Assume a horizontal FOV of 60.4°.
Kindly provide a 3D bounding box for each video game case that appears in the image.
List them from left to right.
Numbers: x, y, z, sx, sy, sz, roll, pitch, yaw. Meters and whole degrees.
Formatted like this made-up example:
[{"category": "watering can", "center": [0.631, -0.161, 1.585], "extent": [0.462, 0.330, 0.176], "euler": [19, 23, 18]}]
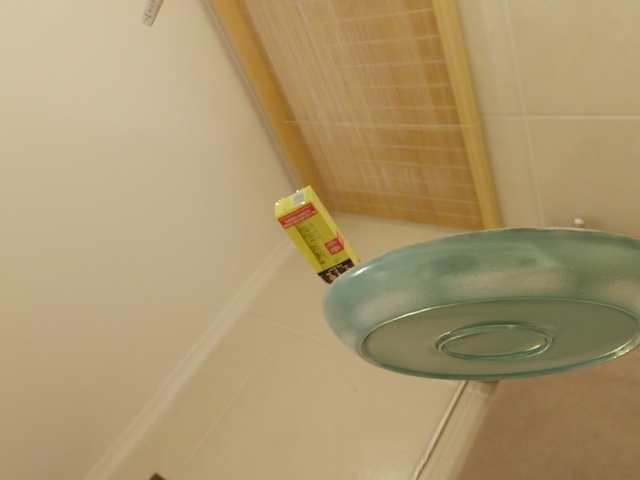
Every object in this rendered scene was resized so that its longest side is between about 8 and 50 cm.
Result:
[{"category": "video game case", "center": [-0.163, -0.335, 0.630], "extent": [0.019, 0.143, 0.157], "euler": [25, -94, -23]}]

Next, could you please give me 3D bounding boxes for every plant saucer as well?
[{"category": "plant saucer", "center": [0.159, 0.081, 0.512], "extent": [0.318, 0.318, 0.043], "euler": [38, -134, -47]}]

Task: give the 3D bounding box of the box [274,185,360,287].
[{"category": "box", "center": [0.000, 0.000, 1.139], "extent": [0.232, 0.087, 0.058], "euler": [56, -164, -35]}]
